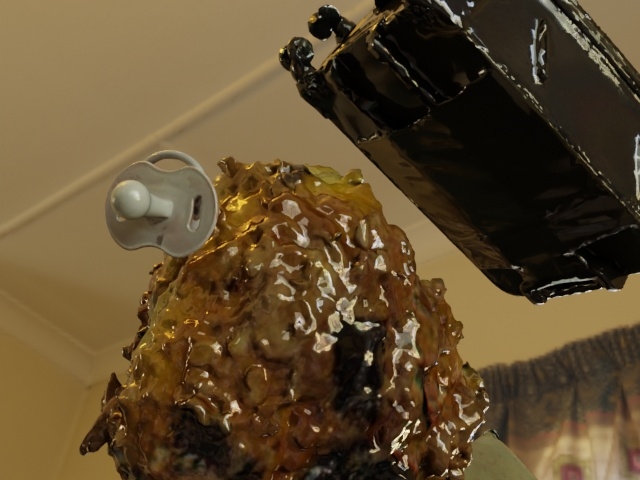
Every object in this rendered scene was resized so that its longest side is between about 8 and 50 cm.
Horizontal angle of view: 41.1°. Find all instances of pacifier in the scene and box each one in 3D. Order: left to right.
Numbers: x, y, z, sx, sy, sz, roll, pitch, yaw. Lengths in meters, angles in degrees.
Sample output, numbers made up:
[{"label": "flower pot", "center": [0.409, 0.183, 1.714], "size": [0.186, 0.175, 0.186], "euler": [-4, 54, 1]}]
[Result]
[{"label": "pacifier", "center": [-0.127, -0.031, 0.633], "size": [0.099, 0.082, 0.078], "euler": [7, -3, 23]}]

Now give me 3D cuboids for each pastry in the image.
[{"label": "pastry", "center": [-0.026, 0.141, 0.781], "size": [0.292, 0.337, 0.405], "euler": [25, -28, 48]}]

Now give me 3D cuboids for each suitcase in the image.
[{"label": "suitcase", "center": [0.189, -0.127, 0.927], "size": [0.434, 0.194, 0.283], "euler": [45, -29, -13]}]

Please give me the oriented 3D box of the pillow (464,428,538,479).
[{"label": "pillow", "center": [0.186, 0.344, 1.086], "size": [0.302, 0.185, 0.075], "euler": [-7, -44, -40]}]
